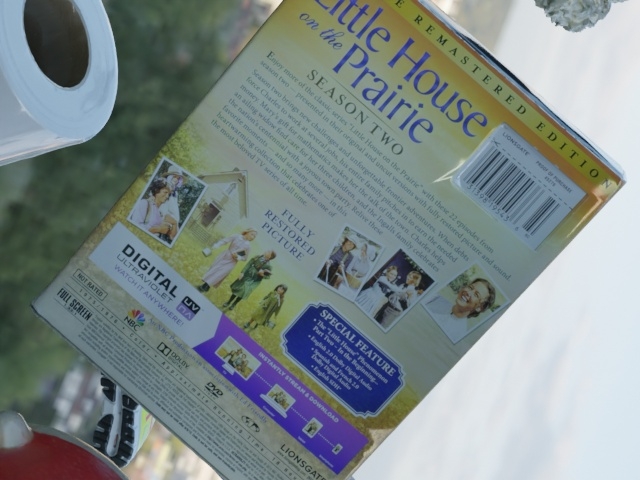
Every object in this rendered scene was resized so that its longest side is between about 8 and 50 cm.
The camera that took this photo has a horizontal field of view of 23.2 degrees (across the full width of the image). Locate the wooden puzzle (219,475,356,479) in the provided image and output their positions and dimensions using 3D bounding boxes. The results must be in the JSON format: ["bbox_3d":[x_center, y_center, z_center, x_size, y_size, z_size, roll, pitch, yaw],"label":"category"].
[{"bbox_3d":[-0.003,0.313,1.730,0.080,0.348,0.322,-47,-162,-16],"label":"wooden puzzle"}]

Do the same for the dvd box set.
[{"bbox_3d":[0.000,0.000,1.300,0.420,0.307,0.062,-50,-179,15],"label":"dvd box set"}]

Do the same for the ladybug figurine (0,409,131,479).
[{"bbox_3d":[-0.220,0.349,1.133,0.162,0.305,0.449,-166,-111,-70],"label":"ladybug figurine"}]

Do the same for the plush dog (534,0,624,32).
[{"bbox_3d":[0.371,-0.301,1.554,0.262,0.225,0.210,-51,176,-20],"label":"plush dog"}]

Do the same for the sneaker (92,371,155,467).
[{"bbox_3d":[-0.256,0.206,2.154,0.208,0.081,0.094,-70,167,16],"label":"sneaker"}]

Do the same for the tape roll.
[{"bbox_3d":[-0.371,-0.216,1.810,0.246,0.169,0.246,38,45,-52],"label":"tape roll"}]
